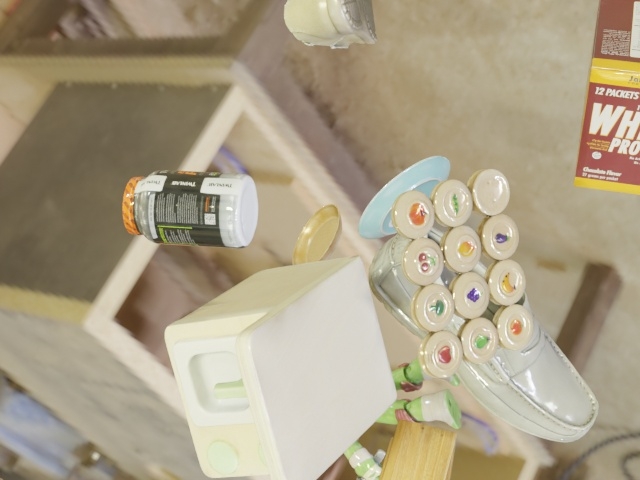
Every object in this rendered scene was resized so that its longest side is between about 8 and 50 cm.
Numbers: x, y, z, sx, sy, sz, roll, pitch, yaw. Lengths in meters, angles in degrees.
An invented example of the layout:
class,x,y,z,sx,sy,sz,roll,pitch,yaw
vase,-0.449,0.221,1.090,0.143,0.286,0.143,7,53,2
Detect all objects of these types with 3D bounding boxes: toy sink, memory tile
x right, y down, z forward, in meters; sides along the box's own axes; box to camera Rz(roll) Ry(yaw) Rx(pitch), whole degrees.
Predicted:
class,x,y,z,sx,sy,sz,roll,pitch,yaw
toy sink,-0.047,0.125,1.207,0.131,0.234,0.152,-9,103,29
memory tile,0.112,0.025,1.020,0.012,0.113,0.148,-2,102,58

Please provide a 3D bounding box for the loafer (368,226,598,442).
class,x,y,z,sx,sy,sz,roll,pitch,yaw
loafer,0.194,0.106,1.459,0.319,0.112,0.111,39,141,-12

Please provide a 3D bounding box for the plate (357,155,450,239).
class,x,y,z,sx,sy,sz,roll,pitch,yaw
plate,0.141,-0.061,2.121,0.024,0.188,0.188,50,163,22

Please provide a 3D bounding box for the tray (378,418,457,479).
class,x,y,z,sx,sy,sz,roll,pitch,yaw
tray,0.059,0.419,1.406,0.076,0.411,0.203,14,145,10

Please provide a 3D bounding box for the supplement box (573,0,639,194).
class,x,y,z,sx,sy,sz,roll,pitch,yaw
supplement box,0.407,-0.193,1.697,0.129,0.194,0.191,8,133,10

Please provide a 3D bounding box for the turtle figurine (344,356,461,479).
class,x,y,z,sx,sy,sz,roll,pitch,yaw
turtle figurine,0.093,0.283,2.046,0.266,0.198,0.274,-17,95,18

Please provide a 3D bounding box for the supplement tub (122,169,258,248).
class,x,y,z,sx,sy,sz,roll,pitch,yaw
supplement tub,-0.200,-0.049,2.036,0.190,0.117,0.117,4,149,13

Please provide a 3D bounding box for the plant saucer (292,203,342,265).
class,x,y,z,sx,sy,sz,roll,pitch,yaw
plant saucer,0.000,0.000,1.441,0.015,0.083,0.083,30,157,-24

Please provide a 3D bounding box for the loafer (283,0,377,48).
class,x,y,z,sx,sy,sz,roll,pitch,yaw
loafer,0.014,-0.297,1.691,0.092,0.102,0.268,-7,-177,11

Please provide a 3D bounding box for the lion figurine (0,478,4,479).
class,x,y,z,sx,sy,sz,roll,pitch,yaw
lion figurine,-0.479,0.361,1.724,0.240,0.142,0.392,40,171,-17
